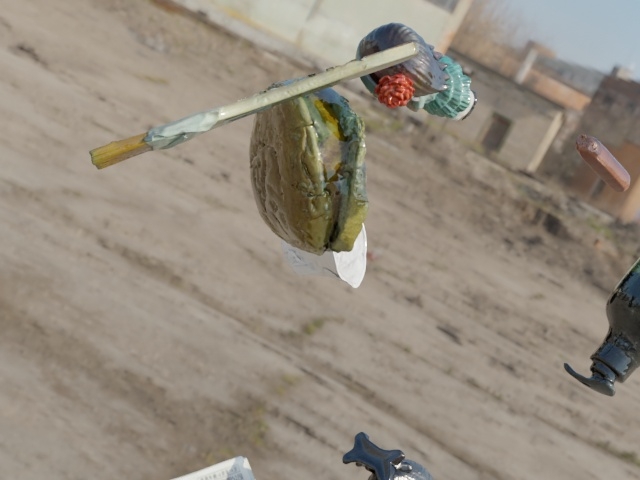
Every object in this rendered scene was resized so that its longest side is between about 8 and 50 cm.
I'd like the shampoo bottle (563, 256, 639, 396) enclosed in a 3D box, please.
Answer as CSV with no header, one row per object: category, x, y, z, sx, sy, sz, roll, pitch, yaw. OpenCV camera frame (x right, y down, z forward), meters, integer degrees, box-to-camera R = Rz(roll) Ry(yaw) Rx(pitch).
shampoo bottle,0.377,0.050,1.204,0.101,0.284,0.101,41,-7,6

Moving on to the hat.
hat,0.000,0.000,2.234,0.126,0.203,0.203,-7,-6,24

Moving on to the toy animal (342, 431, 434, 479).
toy animal,0.135,0.429,1.967,0.121,0.117,0.210,9,-24,46

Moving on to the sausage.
sausage,0.386,-0.103,1.546,0.035,0.030,0.147,-4,-22,37

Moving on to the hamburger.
hamburger,-0.027,-0.111,1.703,0.134,0.265,0.285,1,3,-15

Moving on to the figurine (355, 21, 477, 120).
figurine,0.150,-0.237,1.688,0.245,0.110,0.138,13,36,-52

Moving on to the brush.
brush,-0.058,-0.130,1.088,0.085,0.337,0.020,167,-98,-81

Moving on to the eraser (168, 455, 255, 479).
eraser,-0.243,0.453,1.962,0.279,0.124,0.081,-8,72,-53
